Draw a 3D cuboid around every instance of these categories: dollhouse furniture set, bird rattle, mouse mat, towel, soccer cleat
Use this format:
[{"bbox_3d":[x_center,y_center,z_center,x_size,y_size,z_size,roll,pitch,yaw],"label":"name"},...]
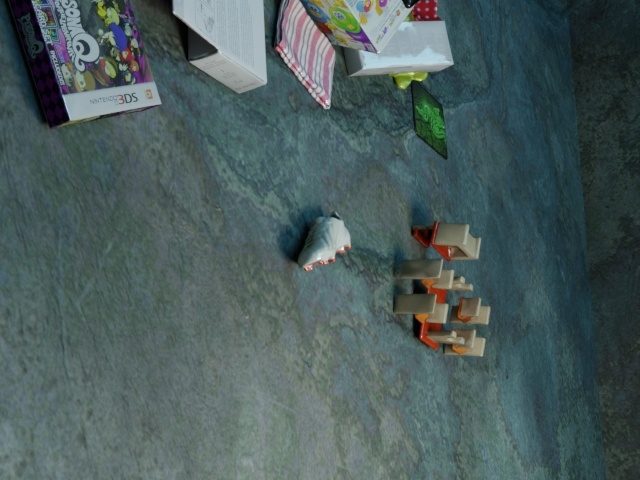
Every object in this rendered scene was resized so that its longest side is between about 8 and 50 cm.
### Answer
[{"bbox_3d":[0.248,0.097,2.169,0.262,0.135,0.259,40,56,-50],"label":"dollhouse furniture set"},{"bbox_3d":[0.197,-0.483,2.301,0.207,0.143,0.253,29,48,-35],"label":"bird rattle"},{"bbox_3d":[0.261,-0.290,2.458,0.189,0.007,0.152,29,53,-57],"label":"mouse mat"},{"bbox_3d":[-0.022,-0.355,1.917,0.197,0.029,0.144,46,41,-46],"label":"towel"},{"bbox_3d":[0.000,0.000,1.769,0.076,0.068,0.196,69,21,-5],"label":"soccer cleat"}]

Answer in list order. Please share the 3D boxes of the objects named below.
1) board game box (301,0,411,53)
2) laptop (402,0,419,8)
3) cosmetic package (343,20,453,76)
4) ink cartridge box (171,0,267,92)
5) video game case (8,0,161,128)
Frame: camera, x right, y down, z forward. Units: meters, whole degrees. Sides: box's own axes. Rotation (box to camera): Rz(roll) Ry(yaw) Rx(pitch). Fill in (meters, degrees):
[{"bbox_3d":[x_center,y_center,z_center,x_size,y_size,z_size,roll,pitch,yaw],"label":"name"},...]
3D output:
[{"bbox_3d":[0.038,-0.501,1.922,0.144,0.142,0.275,-55,136,-13],"label":"board game box"},{"bbox_3d":[0.097,-0.650,1.928,0.408,0.236,0.382,-45,112,-40],"label":"laptop"},{"bbox_3d":[0.159,-0.399,2.135,0.239,0.060,0.099,-8,83,-32],"label":"cosmetic package"},{"bbox_3d":[-0.180,-0.415,1.600,0.261,0.066,0.296,28,54,-56],"label":"ink cartridge box"},{"bbox_3d":[-0.306,-0.270,1.319,0.210,0.042,0.232,-28,103,-64],"label":"video game case"}]
